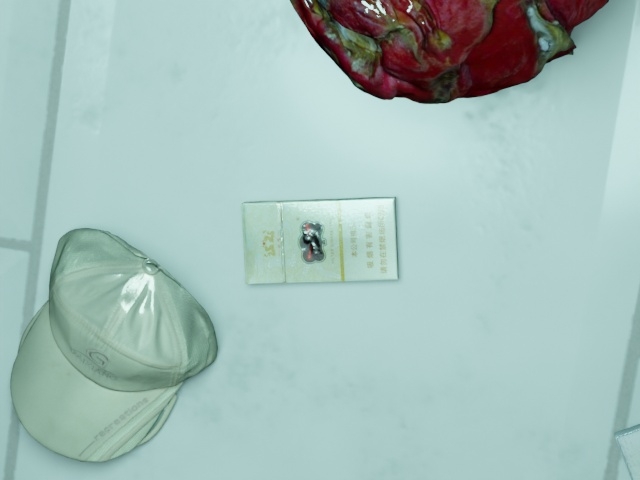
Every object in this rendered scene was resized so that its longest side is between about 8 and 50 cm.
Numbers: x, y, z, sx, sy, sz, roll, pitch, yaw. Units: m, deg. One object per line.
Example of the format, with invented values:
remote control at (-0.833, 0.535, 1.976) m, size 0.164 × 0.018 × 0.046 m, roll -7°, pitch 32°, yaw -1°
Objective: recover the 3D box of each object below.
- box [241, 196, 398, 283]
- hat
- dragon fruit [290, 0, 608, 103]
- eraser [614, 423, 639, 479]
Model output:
box at (0.000, 0.000, 1.566) m, size 0.167 × 0.024 × 0.090 m, roll -2°, pitch 97°, yaw 8°
hat at (-0.246, 0.120, 1.564) m, size 0.219 × 0.164 × 0.226 m, roll 35°, pitch 80°, yaw 4°
dragon fruit at (0.121, -0.281, 1.371) m, size 0.329 × 0.329 × 0.329 m, roll 1°, pitch 97°, yaw 9°
eraser at (0.400, 0.228, 1.534) m, size 0.150 × 0.023 × 0.104 m, roll -22°, pitch 93°, yaw 11°
